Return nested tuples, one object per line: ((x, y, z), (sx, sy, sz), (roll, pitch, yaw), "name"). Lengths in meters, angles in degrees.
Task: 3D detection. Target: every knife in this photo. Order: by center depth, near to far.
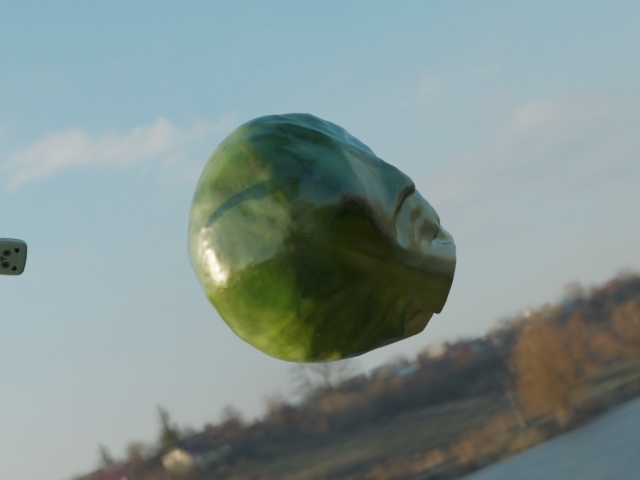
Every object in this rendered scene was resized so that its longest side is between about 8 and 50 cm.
((-0.223, 0.009, 0.864), (0.096, 0.010, 0.027), (4, -57, -17), "knife")

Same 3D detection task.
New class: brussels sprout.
((-0.003, 0.004, 0.951), (0.144, 0.180, 0.161), (-57, 9, 29), "brussels sprout")
